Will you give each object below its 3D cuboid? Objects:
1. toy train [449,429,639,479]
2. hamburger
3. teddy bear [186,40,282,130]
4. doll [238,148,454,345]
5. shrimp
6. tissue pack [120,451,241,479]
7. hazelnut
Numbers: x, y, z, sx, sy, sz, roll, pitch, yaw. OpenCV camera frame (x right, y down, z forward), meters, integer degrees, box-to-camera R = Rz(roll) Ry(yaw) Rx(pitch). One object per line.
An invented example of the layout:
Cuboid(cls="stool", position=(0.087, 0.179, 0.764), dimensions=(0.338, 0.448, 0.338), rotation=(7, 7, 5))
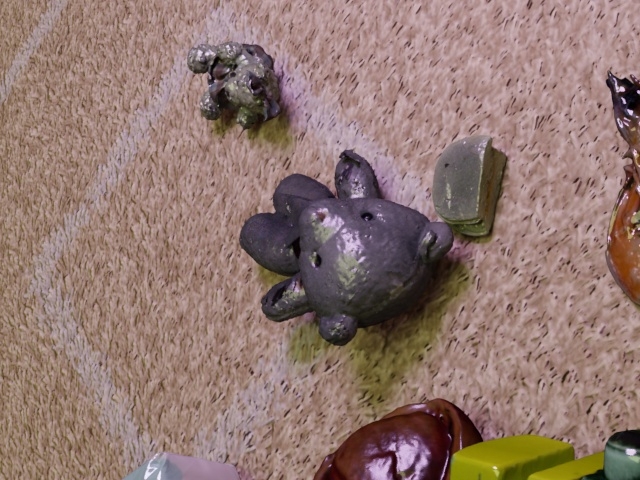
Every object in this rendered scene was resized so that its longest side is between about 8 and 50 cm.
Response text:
Cuboid(cls="toy train", position=(0.226, 0.375, 0.885), dimensions=(0.272, 0.179, 0.442), rotation=(5, 95, 46))
Cuboid(cls="hamburger", position=(0.175, -0.067, 1.213), dimensions=(0.084, 0.054, 0.121), rotation=(4, 85, 39))
Cuboid(cls="teddy bear", position=(-0.106, -0.234, 1.477), dimensions=(0.213, 0.111, 0.133), rotation=(23, 132, 52))
Cuboid(cls="doll", position=(-0.003, -0.002, 1.268), dimensions=(0.246, 0.158, 0.340), rotation=(-52, 45, -2))
Cuboid(cls="shrimp", position=(0.356, -0.041, 1.044), dimensions=(0.164, 0.062, 0.317), rotation=(-39, 54, 30))
Cuboid(cls="tissue pack", position=(-0.192, 0.482, 1.235), dimensions=(0.266, 0.194, 0.357), rotation=(-39, 54, 22))
Cuboid(cls="hazelnut", position=(0.094, 0.263, 1.093), dimensions=(0.202, 0.160, 0.170), rotation=(-55, 47, 19))
